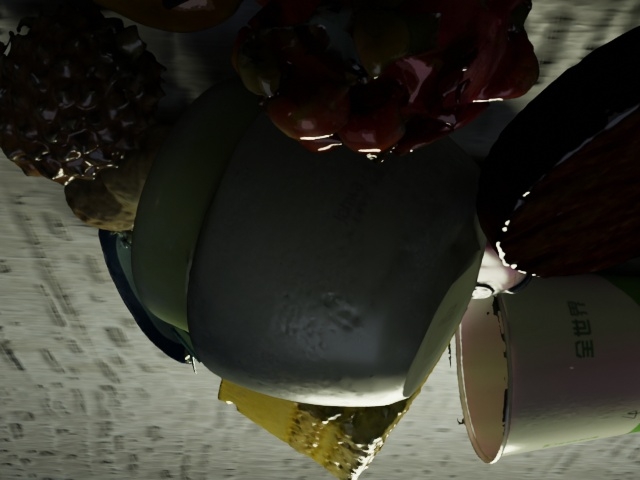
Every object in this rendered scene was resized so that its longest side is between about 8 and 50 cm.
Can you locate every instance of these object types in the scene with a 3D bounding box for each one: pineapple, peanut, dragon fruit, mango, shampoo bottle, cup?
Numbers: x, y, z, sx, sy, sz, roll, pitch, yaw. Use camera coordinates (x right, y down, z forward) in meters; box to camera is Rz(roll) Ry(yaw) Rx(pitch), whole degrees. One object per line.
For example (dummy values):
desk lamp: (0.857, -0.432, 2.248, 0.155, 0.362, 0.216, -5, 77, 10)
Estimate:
pineapple: (-0.223, -0.147, 1.714, 0.166, 0.166, 0.193, 19, 141, -36)
peanut: (-0.201, -0.066, 1.997, 0.104, 0.085, 0.228, 25, 152, -25)
dragon fruit: (0.052, -0.163, 1.466, 0.228, 0.307, 0.243, 0, 143, 25)
mango: (-0.141, -0.231, 1.585, 0.163, 0.089, 0.111, 3, 148, 25)
shampoo bottle: (0.000, 0.000, 1.802, 0.317, 0.322, 0.322, 19, 163, 18)
cup: (0.319, 0.141, 2.280, 0.274, 0.253, 0.253, -4, 159, -9)

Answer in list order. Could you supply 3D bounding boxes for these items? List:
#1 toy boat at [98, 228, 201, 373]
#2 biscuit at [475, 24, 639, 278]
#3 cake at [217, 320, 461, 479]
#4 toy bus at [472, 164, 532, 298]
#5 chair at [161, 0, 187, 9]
toy boat: (-0.177, 0.092, 2.164, 0.070, 0.291, 0.210, -33, 137, -7)
biscuit: (0.331, -0.101, 1.704, 0.407, 0.091, 0.407, -20, 158, -8)
cake: (-0.008, 0.112, 2.197, 0.286, 0.222, 0.227, 34, 159, 6)
toy bus: (0.090, -0.012, 2.042, 0.303, 0.127, 0.147, 0, 155, 5)
chair: (-0.067, -0.287, 1.350, 0.141, 0.154, 0.260, 21, 153, -39)
